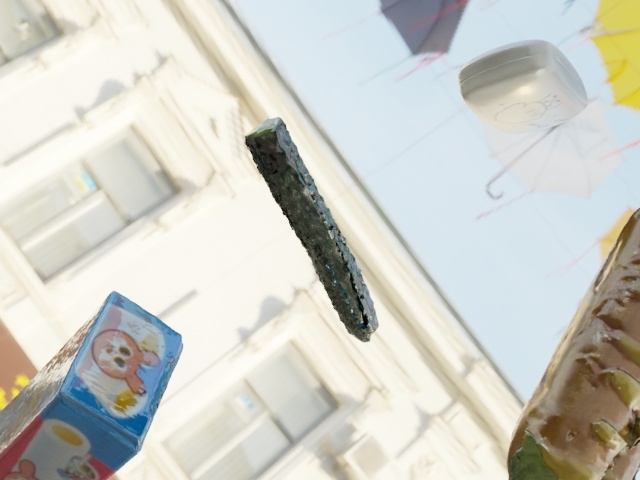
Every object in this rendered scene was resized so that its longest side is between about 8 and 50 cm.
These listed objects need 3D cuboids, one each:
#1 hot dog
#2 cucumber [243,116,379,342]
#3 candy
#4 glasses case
[{"bbox_3d":[0.191,0.089,0.733,0.072,0.269,0.115,18,-32,27],"label":"hot dog"},{"bbox_3d":[0.001,-0.001,1.074,0.256,0.043,0.044,63,-12,-28],"label":"cucumber"},{"bbox_3d":[-0.273,0.201,1.159,0.100,0.157,0.306,39,-54,-15],"label":"candy"},{"bbox_3d":[0.163,-0.119,0.905,0.076,0.197,0.049,-17,-99,20],"label":"glasses case"}]
